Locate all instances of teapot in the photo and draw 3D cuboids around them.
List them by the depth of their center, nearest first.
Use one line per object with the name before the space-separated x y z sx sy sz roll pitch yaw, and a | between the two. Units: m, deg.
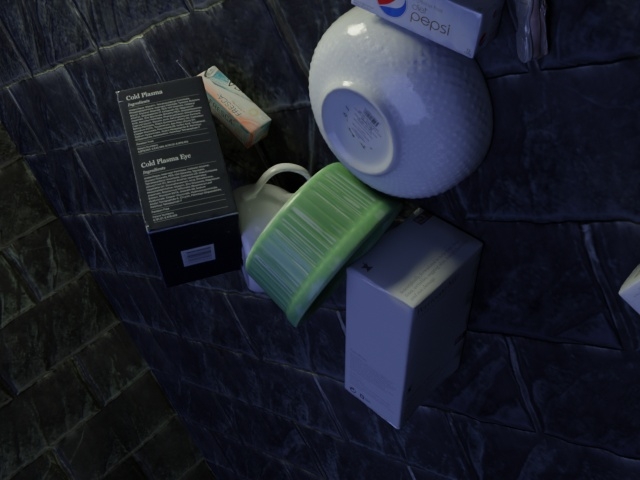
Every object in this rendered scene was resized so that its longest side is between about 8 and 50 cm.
teapot | -0.087 -0.019 1.668 0.256 0.187 0.252 148 109 -81

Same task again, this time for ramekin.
ramekin | 0.000 0.000 1.430 0.148 0.303 0.303 41 148 7

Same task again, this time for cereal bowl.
cereal bowl | 0.102 -0.208 1.260 0.339 0.141 0.339 34 145 28

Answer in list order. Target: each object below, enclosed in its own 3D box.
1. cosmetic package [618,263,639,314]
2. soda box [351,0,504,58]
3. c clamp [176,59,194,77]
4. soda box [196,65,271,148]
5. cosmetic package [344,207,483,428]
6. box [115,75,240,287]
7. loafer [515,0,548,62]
cosmetic package | 0.545 0.110 1.064 0.231 0.085 0.117 45 149 7
soda box | 0.151 -0.347 1.110 0.216 0.069 0.074 31 144 23
c clamp | -0.307 -0.330 1.786 0.137 0.022 0.161 50 148 -6
soda box | -0.189 -0.282 1.634 0.183 0.063 0.058 44 150 11
cosmetic package | 0.168 0.154 1.476 0.156 0.217 0.385 34 147 27
box | -0.288 -0.112 1.618 0.343 0.179 0.312 104 150 -69
loafer | 0.286 -0.301 1.032 0.045 0.039 0.125 -114 12 -54
